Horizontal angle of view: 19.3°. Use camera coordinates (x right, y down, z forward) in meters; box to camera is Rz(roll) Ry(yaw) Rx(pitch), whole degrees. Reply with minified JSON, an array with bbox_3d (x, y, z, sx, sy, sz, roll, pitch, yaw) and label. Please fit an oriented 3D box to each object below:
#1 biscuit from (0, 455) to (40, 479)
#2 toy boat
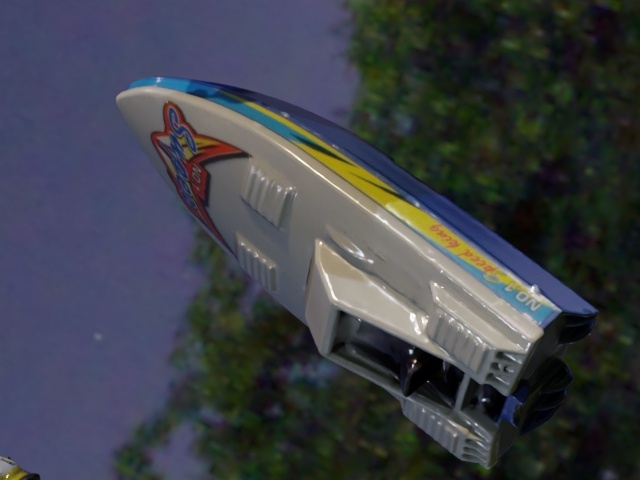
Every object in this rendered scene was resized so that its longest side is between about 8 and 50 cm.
[{"bbox_3d":[-0.359,0.171,1.638,0.048,0.292,0.026,-36,-48,-40],"label":"biscuit"},{"bbox_3d":[0.000,0.000,1.009,0.088,0.295,0.129,-41,-23,-32],"label":"toy boat"}]
